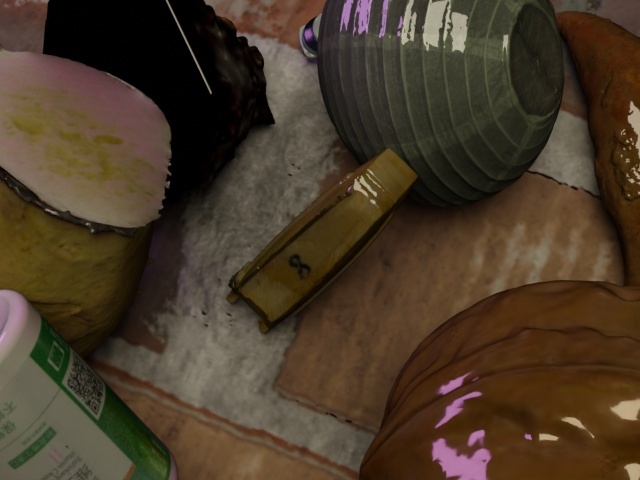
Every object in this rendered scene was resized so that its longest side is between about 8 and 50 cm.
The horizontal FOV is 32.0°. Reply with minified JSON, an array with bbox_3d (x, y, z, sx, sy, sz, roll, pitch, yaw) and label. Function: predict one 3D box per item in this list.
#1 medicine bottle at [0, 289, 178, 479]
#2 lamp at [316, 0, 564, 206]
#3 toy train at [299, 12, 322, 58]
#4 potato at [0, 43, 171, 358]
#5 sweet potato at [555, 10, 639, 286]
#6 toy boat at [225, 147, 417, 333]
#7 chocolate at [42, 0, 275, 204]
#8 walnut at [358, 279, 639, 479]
[{"bbox_3d":[-0.204,0.174,0.890,0.133,0.274,0.133,-25,33,18],"label":"medicine bottle"},{"bbox_3d":[0.103,-0.164,1.015,0.233,0.265,0.233,-17,32,11],"label":"lamp"},{"bbox_3d":[0.080,-0.222,1.134,0.207,0.047,0.043,-11,72,-4],"label":"toy train"},{"bbox_3d":[-0.254,0.006,0.966,0.229,0.229,0.266,40,121,13],"label":"potato"},{"bbox_3d":[0.302,-0.089,1.058,0.106,0.095,0.355,-26,63,35],"label":"sweet potato"},{"bbox_3d":[0.000,0.000,0.999,0.068,0.088,0.226,45,121,-1],"label":"toy boat"},{"bbox_3d":[-0.135,-0.154,1.085,0.177,0.206,0.224,-21,86,-51],"label":"chocolate"},{"bbox_3d":[0.227,0.203,0.850,0.398,0.308,0.354,9,32,5],"label":"walnut"}]
